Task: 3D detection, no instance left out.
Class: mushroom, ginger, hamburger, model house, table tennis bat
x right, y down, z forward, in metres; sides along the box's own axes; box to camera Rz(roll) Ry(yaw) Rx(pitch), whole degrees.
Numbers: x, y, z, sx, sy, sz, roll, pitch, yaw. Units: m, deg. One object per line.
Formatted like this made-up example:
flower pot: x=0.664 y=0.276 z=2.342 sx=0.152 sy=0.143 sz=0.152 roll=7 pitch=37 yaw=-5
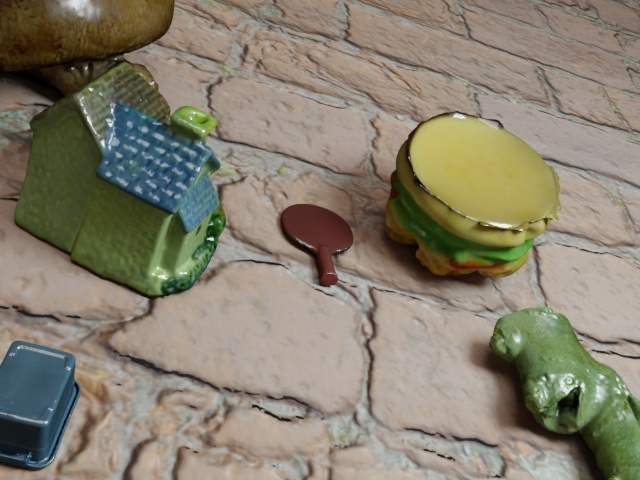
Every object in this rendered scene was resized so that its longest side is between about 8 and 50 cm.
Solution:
mushroom: x=-0.362 y=-0.317 z=1.036 sx=0.345 sy=0.239 sz=0.345 roll=20 pitch=11 yaw=-4
ginger: x=0.292 y=0.190 z=0.852 sx=0.137 sy=0.089 sz=0.290 roll=5 pitch=42 yaw=-51
hamburger: x=0.195 y=-0.048 z=1.040 sx=0.237 sy=0.149 sz=0.237 roll=9 pitch=46 yaw=-9
model house: x=-0.191 y=-0.083 z=0.852 sx=0.214 sy=0.189 sz=0.195 roll=28 pitch=39 yaw=9
table tennis bat: x=0.000 y=0.000 z=0.987 sx=0.098 sy=0.019 sz=0.155 roll=10 pitch=36 yaw=-18

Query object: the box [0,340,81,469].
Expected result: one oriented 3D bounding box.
box: x=-0.249 y=0.134 z=0.661 sx=0.074 sy=0.054 sz=0.099 roll=15 pitch=38 yaw=-7
